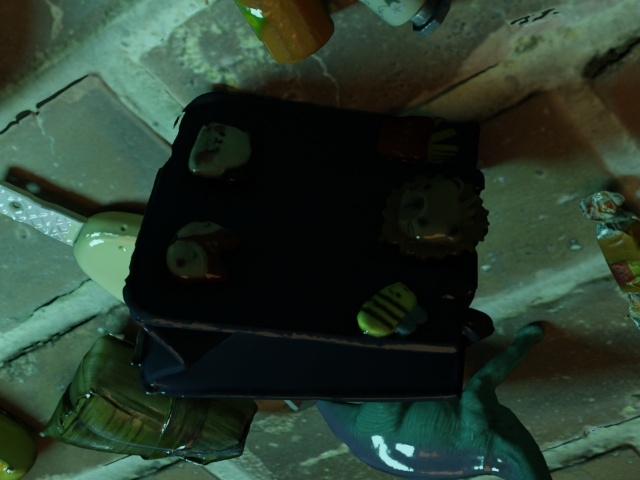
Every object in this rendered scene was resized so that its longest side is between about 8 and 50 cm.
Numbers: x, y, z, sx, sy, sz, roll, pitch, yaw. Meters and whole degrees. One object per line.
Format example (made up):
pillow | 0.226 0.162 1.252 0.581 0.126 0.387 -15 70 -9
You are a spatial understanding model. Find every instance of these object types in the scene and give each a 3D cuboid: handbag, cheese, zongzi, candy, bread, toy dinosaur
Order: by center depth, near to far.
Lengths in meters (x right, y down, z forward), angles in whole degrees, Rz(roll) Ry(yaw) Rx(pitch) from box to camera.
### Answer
handbag | 0.000 0.000 1.273 0.329 0.303 0.122 2 136 8
candy | 0.316 0.014 1.405 0.053 0.046 0.182 -12 125 25
toy dinosaur | 0.108 0.241 1.461 0.383 0.331 0.129 -7 130 17
cheese | -0.242 -0.001 1.493 0.255 0.050 0.127 26 132 -14
zongzi | -0.214 0.230 1.672 0.221 0.112 0.242 24 141 -13
bread | -0.477 0.233 1.729 0.245 0.102 0.094 36 123 -24

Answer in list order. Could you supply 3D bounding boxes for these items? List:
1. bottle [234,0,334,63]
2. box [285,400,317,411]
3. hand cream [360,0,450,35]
bottle | -0.057 -0.247 1.215 0.069 0.069 0.187 -16 126 24
box | -0.019 0.095 1.510 0.115 0.036 0.177 49 136 21
hand cream | -0.003 -0.267 1.177 0.276 0.095 0.059 32 118 -24
